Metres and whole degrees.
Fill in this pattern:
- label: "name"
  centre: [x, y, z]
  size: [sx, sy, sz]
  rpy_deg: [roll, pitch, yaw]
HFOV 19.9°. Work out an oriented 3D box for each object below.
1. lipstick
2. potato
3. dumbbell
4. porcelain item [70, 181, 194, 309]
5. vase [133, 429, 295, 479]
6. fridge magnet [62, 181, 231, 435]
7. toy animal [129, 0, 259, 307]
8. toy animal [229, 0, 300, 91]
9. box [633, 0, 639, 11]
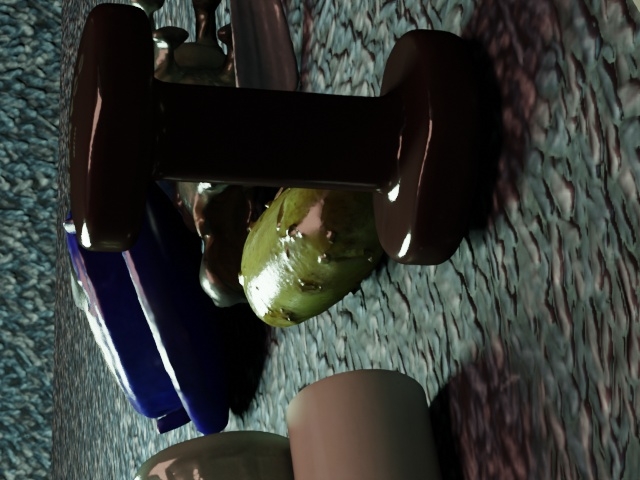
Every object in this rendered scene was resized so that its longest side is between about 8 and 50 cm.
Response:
- label: "lipstick"
  centre: [0.043, 0.230, 0.999]
  size: [0.087, 0.087, 0.327]
  rpy_deg: [110, 157, -51]
- label: "potato"
  centre: [0.000, 0.000, 1.205]
  size: [0.188, 0.085, 0.105]
  rpy_deg: [132, 160, -63]
- label: "dumbbell"
  centre: [-0.028, -0.057, 1.025]
  size: [0.124, 0.225, 0.140]
  rpy_deg: [-115, 31, -65]
- label: "porcelain item"
  centre: [-0.190, 0.001, 1.863]
  size: [0.147, 0.114, 0.147]
  rpy_deg: [-178, 90, -73]
- label: "vase"
  centre: [-0.035, 0.267, 1.066]
  size: [0.143, 0.143, 0.299]
  rpy_deg: [114, 149, -56]
- label: "fridge magnet"
  centre: [-0.148, 0.051, 1.618]
  size: [0.265, 0.112, 0.265]
  rpy_deg: [159, 90, -89]
- label: "toy animal"
  centre: [-0.101, -0.098, 1.550]
  size: [0.343, 0.106, 0.168]
  rpy_deg: [-112, 22, -52]
- label: "toy animal"
  centre: [-0.063, -0.308, 1.453]
  size: [0.206, 0.081, 0.367]
  rpy_deg: [80, -178, -57]
- label: "box"
  centre: [0.152, -0.153, 0.728]
  size: [0.247, 0.033, 0.129]
  rpy_deg: [-106, 24, -49]
